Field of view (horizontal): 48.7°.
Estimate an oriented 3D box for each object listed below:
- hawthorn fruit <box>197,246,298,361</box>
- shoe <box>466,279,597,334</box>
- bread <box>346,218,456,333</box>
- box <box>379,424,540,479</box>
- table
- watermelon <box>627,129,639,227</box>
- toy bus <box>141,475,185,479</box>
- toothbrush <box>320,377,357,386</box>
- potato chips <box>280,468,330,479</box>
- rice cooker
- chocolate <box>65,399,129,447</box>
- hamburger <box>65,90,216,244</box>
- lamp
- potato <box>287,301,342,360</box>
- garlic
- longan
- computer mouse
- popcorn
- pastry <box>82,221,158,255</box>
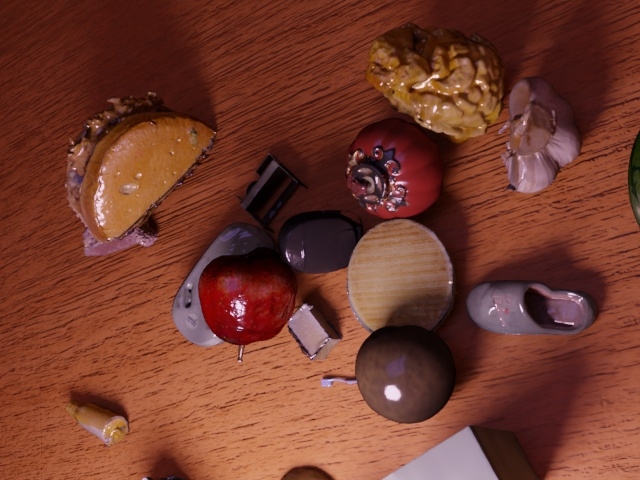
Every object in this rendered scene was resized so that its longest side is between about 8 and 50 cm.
[{"bbox_3d":[-0.168,0.149,1.603,0.210,0.230,0.266,24,114,26],"label":"hawthorn fruit"},{"bbox_3d":[0.389,0.125,1.345,0.250,0.100,0.103,0,75,31],"label":"shoe"},{"bbox_3d":[0.171,0.087,1.508,0.266,0.040,0.267,-1,87,32],"label":"bread"},{"bbox_3d":[0.245,0.441,1.254,0.225,0.225,0.118,-38,57,18],"label":"box"},{"bbox_3d":[-0.138,-0.131,1.804,0.175,0.062,0.146,43,100,33],"label":"table"},{"bbox_3d":[0.658,-0.090,1.095,0.363,0.363,0.364,-11,68,30],"label":"watermelon"},{"bbox_3d":[-0.306,0.661,1.585,0.275,0.167,0.139,32,93,32],"label":"toy bus"},{"bbox_3d":[0.082,0.311,1.537,0.193,0.013,0.019,-6,77,32],"label":"toothbrush"},{"bbox_3d":[-0.038,0.590,1.495,0.195,0.062,0.208,-15,64,27],"label":"potato chips"},{"bbox_3d":[0.001,0.000,1.594,0.118,0.202,0.142,-150,58,-62],"label":"rice cooker"},{"bbox_3d":[-0.611,0.477,1.906,0.219,0.085,0.086,13,82,39],"label":"chocolate"},{"bbox_3d":[-0.537,-0.246,1.929,0.445,0.287,0.268,-47,46,-14],"label":"hamburger"},{"bbox_3d":[0.155,-0.148,1.518,0.226,0.227,0.227,-11,68,30],"label":"lamp"},{"bbox_3d":[-0.015,0.206,1.609,0.086,0.061,0.122,-48,53,11],"label":"potato"},{"bbox_3d":[0.441,-0.209,1.407,0.142,0.178,0.230,-2,91,1],"label":"garlic"},{"bbox_3d":[0.163,0.262,1.396,0.212,0.198,0.198,11,81,34],"label":"longan"},{"bbox_3d":[-0.237,0.111,1.768,0.197,0.095,0.331,34,86,21],"label":"computer mouse"},{"bbox_3d":[0.238,-0.346,1.491,0.225,0.332,0.265,-68,27,21],"label":"popcorn"},{"bbox_3d":[-0.578,-0.021,2.032,0.264,0.102,0.112,-7,77,29],"label":"pastry"}]
